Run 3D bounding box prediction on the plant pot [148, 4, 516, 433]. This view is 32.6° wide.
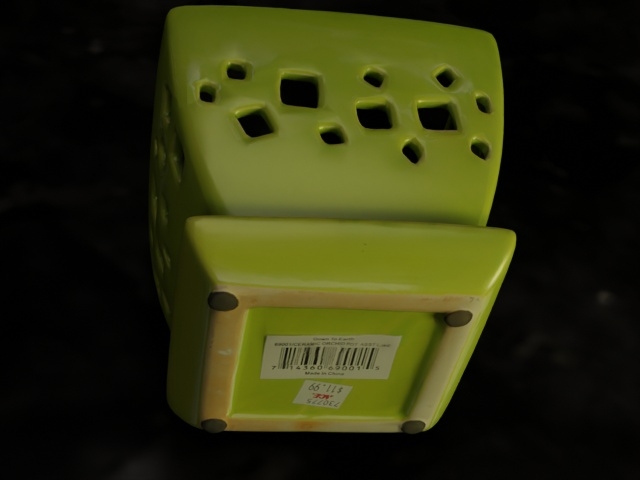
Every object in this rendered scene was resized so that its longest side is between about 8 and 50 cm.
[{"bbox_3d":[0.000,0.000,0.730,0.228,0.227,0.207,3,50,-10],"label":"plant pot"}]
